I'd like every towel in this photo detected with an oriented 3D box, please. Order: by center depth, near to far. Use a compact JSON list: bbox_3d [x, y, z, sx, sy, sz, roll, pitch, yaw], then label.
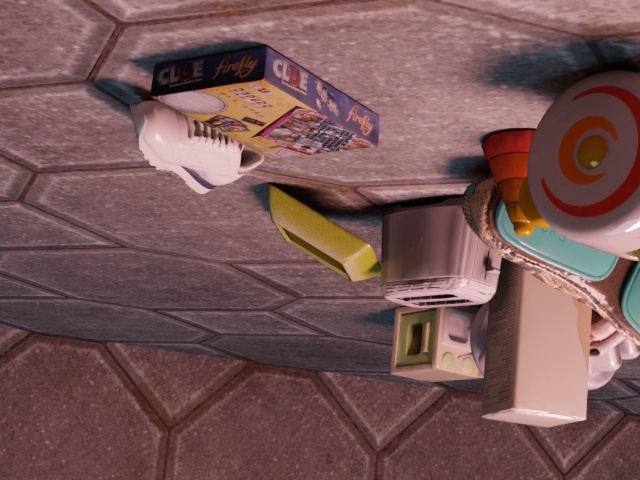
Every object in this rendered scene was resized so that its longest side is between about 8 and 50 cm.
[{"bbox_3d":[0.517,0.119,2.116,0.317,0.053,0.332,-27,176,-16],"label":"towel"}]

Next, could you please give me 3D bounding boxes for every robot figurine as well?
[{"bbox_3d":[0.435,0.190,2.449,0.353,0.199,0.300,-9,-176,44],"label":"robot figurine"}]

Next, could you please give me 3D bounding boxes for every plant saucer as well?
[{"bbox_3d":[0.000,0.000,1.975,0.188,0.045,0.188,31,173,15],"label":"plant saucer"}]

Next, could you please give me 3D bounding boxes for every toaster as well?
[{"bbox_3d":[0.178,0.022,1.958,0.227,0.146,0.129,-6,162,40],"label":"toaster"}]

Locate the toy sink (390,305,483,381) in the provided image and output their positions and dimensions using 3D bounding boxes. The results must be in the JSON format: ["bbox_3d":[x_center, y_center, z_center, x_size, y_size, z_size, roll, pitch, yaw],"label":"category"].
[{"bbox_3d":[0.269,0.214,2.720,0.131,0.152,0.234,15,164,-33],"label":"toy sink"}]

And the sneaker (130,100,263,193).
[{"bbox_3d":[-0.160,-0.131,1.624,0.095,0.090,0.235,-14,164,19],"label":"sneaker"}]

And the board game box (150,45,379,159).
[{"bbox_3d":[-0.061,-0.159,1.518,0.165,0.042,0.243,-4,164,33],"label":"board game box"}]

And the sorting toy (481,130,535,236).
[{"bbox_3d":[0.382,-0.049,1.633,0.366,0.126,0.127,8,166,-9],"label":"sorting toy"}]

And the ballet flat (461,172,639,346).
[{"bbox_3d":[0.407,0.033,1.804,0.483,0.164,0.182,29,180,-14],"label":"ballet flat"}]

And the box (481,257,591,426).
[{"bbox_3d":[0.337,0.125,1.969,0.121,0.311,0.148,9,167,-12],"label":"box"}]

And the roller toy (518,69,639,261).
[{"bbox_3d":[0.327,-0.082,1.375,0.146,0.191,0.209,16,-173,-42],"label":"roller toy"}]
